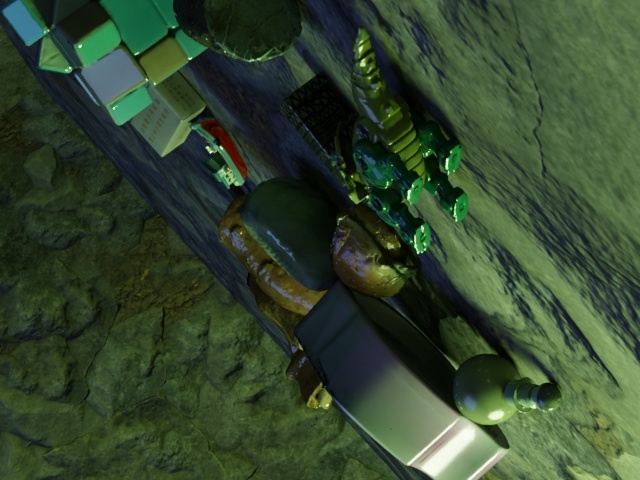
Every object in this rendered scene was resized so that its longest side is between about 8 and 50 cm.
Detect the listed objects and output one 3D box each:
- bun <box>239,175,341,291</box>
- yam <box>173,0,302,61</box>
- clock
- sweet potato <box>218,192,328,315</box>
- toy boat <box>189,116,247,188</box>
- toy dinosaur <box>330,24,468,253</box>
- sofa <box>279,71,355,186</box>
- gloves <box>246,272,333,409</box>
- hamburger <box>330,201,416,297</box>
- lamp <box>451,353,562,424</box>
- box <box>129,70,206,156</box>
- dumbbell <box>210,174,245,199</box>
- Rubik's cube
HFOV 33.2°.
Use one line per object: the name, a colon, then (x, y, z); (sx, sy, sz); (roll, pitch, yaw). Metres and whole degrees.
bun: (-0.027, -0.019, 1.573); (0.195, 0.118, 0.195); (45, 174, 6)
yam: (-0.098, -0.245, 1.136); (0.107, 0.107, 0.183); (54, 170, -24)
clock: (0.116, 0.203, 1.527); (0.338, 0.102, 0.338); (42, -172, -8)
sweet potato: (-0.051, 0.065, 1.958); (0.336, 0.131, 0.131); (48, 169, 14)
toy boat: (-0.184, -0.155, 1.894); (0.069, 0.059, 0.173); (41, 167, 38)
toy dinosaur: (0.067, -0.095, 1.027); (0.153, 0.094, 0.259); (41, 158, 25)
sofa: (0.014, -0.123, 1.194); (0.118, 0.060, 0.039); (51, 163, -1)
gloves: (-0.022, 0.161, 2.075); (0.203, 0.155, 0.356); (80, 165, -56)
hamburger: (0.072, 0.034, 1.430); (0.102, 0.087, 0.176); (45, 166, 32)
lamp: (0.238, 0.189, 1.341); (0.091, 0.091, 0.163); (54, 152, -20)
box: (-0.315, -0.276, 1.876); (0.233, 0.067, 0.149); (48, 146, 1)
dumbbell: (-0.163, -0.096, 2.058); (0.118, 0.046, 0.052); (55, 173, -31)
Rubik's cube: (-0.280, -0.295, 1.385); (0.265, 0.213, 0.224); (58, 168, -24)
